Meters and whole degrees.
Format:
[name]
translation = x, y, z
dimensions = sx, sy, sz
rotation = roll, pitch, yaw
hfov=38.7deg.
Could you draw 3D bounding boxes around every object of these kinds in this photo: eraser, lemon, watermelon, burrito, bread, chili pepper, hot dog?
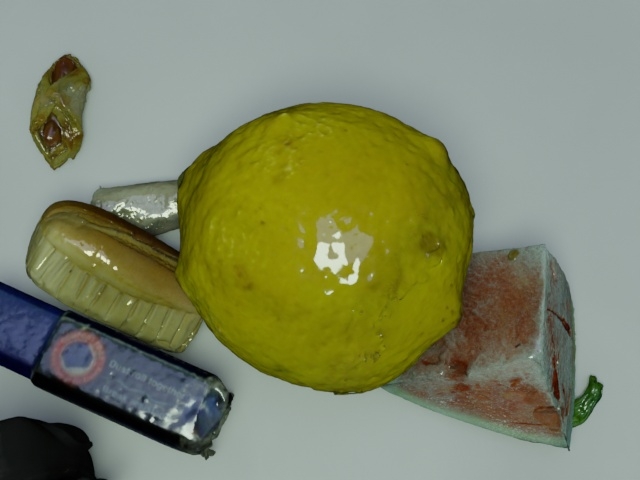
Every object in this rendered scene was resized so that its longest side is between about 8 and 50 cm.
[eraser]
translation = -0.268, 0.163, 1.132
dimensions = 0.332, 0.155, 0.101
rotation = 25, 76, 3
[lemon]
translation = 0.000, 0.000, 1.092
dimensions = 0.387, 0.350, 0.350
rotation = 26, 76, 19
[watermelon]
translation = 0.216, 0.126, 1.153
dimensions = 0.262, 0.201, 0.213
rotation = 12, 68, 3
[burrito]
translation = -0.211, -0.047, 1.227
dimensions = 0.226, 0.060, 0.087
rotation = -13, 83, -6
[bread]
translation = -0.248, 0.039, 1.140
dimensions = 0.236, 0.140, 0.106
rotation = 31, 102, -21
[chili pepper]
translation = 0.351, 0.222, 1.229
dimensions = 0.091, 0.030, 0.034
rotation = -41, 58, -14
[hot dog]
translation = -0.358, -0.183, 1.245
dimensions = 0.078, 0.061, 0.169
rotation = 4, 77, -2

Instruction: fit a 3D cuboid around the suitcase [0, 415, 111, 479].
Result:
[suitcase]
translation = -0.400, 0.312, 0.990
dimensions = 0.339, 0.345, 0.188
rotation = -21, 75, -9
